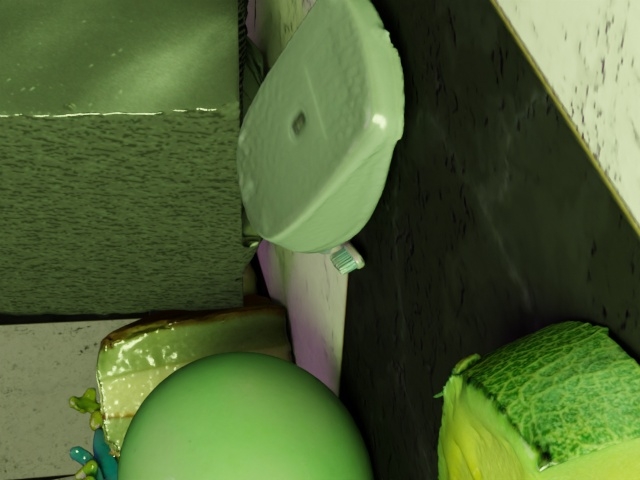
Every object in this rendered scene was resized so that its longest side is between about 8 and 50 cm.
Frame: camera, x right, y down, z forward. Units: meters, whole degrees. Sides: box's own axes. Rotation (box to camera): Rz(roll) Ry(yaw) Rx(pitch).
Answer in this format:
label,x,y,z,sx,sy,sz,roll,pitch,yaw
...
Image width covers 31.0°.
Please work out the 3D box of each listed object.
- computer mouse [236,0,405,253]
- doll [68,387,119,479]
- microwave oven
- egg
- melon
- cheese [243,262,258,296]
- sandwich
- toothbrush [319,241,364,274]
label,x,y,z,sx,sy,sz,roll,pitch,yaw
computer mouse,0.009,-0.076,0.804,0.231,0.079,0.127,-47,54,56
doll,-0.159,0.344,1.387,0.099,0.346,0.341,-47,40,21
microwave oven,-0.222,-0.112,1.166,0.432,0.375,0.236,96,171,-64
egg,-0.064,0.214,1.004,0.269,0.220,0.220,-124,28,-63
melon,0.097,0.111,0.549,0.209,0.064,0.118,89,161,-46
cheese,-0.151,0.047,1.594,0.214,0.117,0.226,-110,20,-57
sandwich,-0.157,0.159,1.397,0.198,0.228,0.155,-169,71,-78
toothbrush,0.000,0.000,1.019,0.269,0.027,0.021,-145,34,-76
